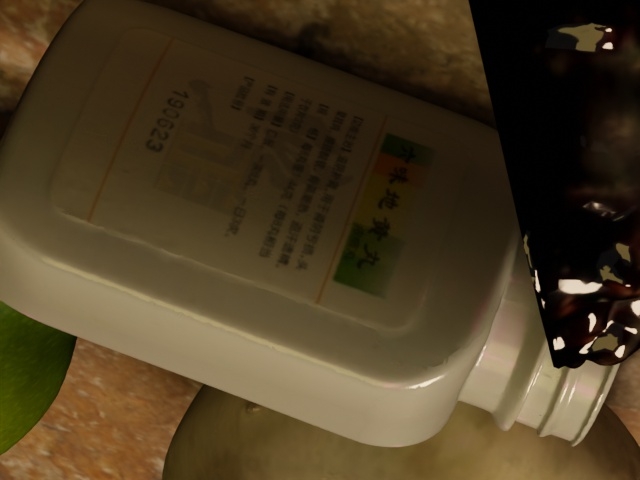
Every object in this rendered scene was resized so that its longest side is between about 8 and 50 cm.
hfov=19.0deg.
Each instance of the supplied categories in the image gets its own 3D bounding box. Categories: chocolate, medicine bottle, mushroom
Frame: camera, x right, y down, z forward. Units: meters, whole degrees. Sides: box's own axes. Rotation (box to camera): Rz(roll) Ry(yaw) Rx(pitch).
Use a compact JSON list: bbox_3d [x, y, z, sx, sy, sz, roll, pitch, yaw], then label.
[{"bbox_3d":[0.163,-0.067,0.840,0.177,0.224,0.206,-11,179,7],"label":"chocolate"},{"bbox_3d":[0.000,0.000,0.986,0.324,0.179,0.124,19,144,3],"label":"medicine bottle"},{"bbox_3d":[0.035,0.166,1.122,0.315,0.315,0.356,-11,168,36],"label":"mushroom"}]

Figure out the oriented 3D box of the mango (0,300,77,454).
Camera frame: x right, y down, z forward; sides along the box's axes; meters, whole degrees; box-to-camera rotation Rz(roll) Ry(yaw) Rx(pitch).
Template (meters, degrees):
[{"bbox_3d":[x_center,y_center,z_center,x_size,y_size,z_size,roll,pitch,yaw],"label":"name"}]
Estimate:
[{"bbox_3d":[-0.239,0.048,1.188,0.192,0.156,0.343,37,140,-20],"label":"mango"}]
